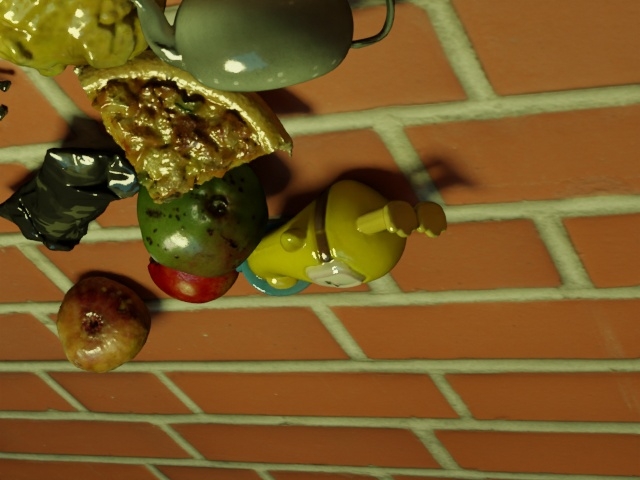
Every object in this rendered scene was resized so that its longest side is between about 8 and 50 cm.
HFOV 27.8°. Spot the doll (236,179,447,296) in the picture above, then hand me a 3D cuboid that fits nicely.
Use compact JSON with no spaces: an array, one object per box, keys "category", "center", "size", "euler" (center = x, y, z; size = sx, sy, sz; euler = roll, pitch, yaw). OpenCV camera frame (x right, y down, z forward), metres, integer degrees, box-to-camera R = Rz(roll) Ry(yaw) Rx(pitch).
[{"category":"doll","center":[0.000,0.000,1.762],"size":[0.199,0.145,0.363],"euler":[4,165,-42]}]

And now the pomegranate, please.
[{"category":"pomegranate","center":[-0.167,-0.034,1.769],"size":[0.181,0.181,0.224],"euler":[21,168,-10]}]

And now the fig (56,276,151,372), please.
[{"category":"fig","center":[-0.367,0.154,2.204],"size":[0.159,0.159,0.257],"euler":[17,166,-3]}]

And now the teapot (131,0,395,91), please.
[{"category":"teapot","center":[-0.062,-0.236,1.385],"size":[0.294,0.193,0.129],"euler":[-11,109,-9]}]

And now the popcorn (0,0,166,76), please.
[{"category":"popcorn","center":[-0.290,-0.284,1.424],"size":[0.226,0.203,0.200],"euler":[-23,124,-17]}]

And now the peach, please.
[{"category":"peach","center":[-0.181,0.033,1.940],"size":[0.151,0.118,0.151],"euler":[-7,114,-15]}]

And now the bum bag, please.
[{"category":"bum bag","center":[-0.366,-0.066,1.867],"size":[0.144,0.095,0.340],"euler":[20,155,-22]}]

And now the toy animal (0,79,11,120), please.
[{"category":"toy animal","center":[-0.508,-0.204,1.728],"size":[0.176,0.073,0.217],"euler":[25,153,-6]}]

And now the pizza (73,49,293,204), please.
[{"category":"pizza","center":[-0.181,-0.134,1.614],"size":[0.292,0.058,0.197],"euler":[22,105,-2]}]
